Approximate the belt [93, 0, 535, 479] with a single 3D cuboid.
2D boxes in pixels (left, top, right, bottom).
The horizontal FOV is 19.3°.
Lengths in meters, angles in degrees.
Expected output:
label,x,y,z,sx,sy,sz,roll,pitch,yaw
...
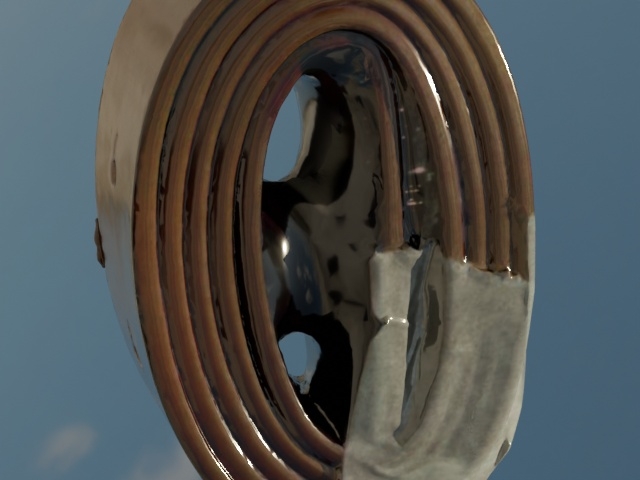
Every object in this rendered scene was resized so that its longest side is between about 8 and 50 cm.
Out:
label,x,y,z,sx,sy,sz,roll,pitch,yaw
belt,0.000,0.000,0.969,0.122,0.217,0.338,-136,-143,-66
